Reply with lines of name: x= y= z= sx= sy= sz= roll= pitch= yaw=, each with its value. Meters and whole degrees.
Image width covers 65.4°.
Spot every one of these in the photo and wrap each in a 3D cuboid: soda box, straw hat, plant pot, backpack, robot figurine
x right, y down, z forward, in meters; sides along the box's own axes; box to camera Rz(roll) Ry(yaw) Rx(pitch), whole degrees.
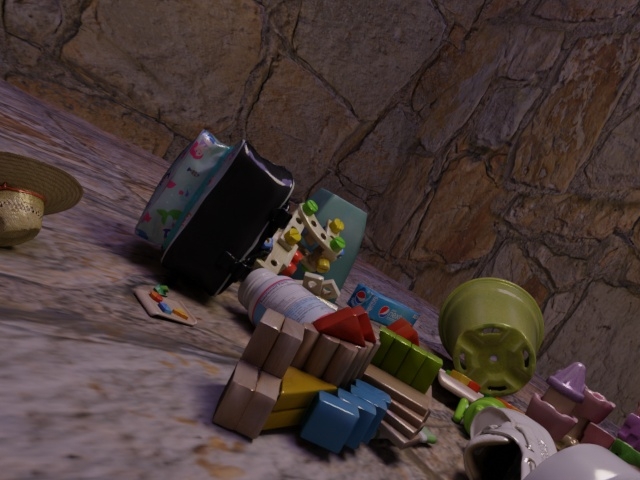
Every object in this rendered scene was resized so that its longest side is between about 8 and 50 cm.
soda box: x=0.175 y=0.188 z=1.365 sx=0.210 sy=0.067 sz=0.071 roll=28 pitch=5 yaw=-39
straw hat: x=-0.318 y=-0.028 z=0.502 sx=0.144 sy=0.145 sz=0.061 roll=24 pitch=50 yaw=-56
plant pot: x=0.000 y=0.000 z=1.241 sx=0.166 sy=0.234 sz=0.166 roll=29 pitch=4 yaw=-23
plant pot: x=0.426 y=0.253 z=1.246 sx=0.276 sy=0.276 sz=0.254 roll=31 pitch=16 yaw=10
backpack: x=-0.158 y=-0.046 z=0.780 sx=0.191 sy=0.225 sz=0.253 roll=35 pitch=0 yaw=-6
robot figurine: x=0.269 y=0.288 z=0.803 sx=0.101 sy=0.067 sz=0.115 roll=19 pitch=-2 yaw=27

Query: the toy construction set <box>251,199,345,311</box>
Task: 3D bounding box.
toy construction set: x=-0.047 y=0.036 z=0.994 sx=0.215 sy=0.151 sz=0.327 roll=44 pitch=21 yaw=-15

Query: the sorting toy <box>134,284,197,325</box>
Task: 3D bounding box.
sorting toy: x=-0.188 y=0.071 z=0.594 sx=0.062 sy=0.012 sz=0.083 roll=26 pitch=6 yaw=-46

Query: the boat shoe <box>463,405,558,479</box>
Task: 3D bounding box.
boat shoe: x=0.216 y=0.257 z=0.584 sx=0.096 sy=0.098 sz=0.277 roll=31 pitch=5 yaw=0

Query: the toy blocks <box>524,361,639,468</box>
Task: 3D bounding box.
toy blocks: x=0.484 y=0.309 z=0.721 sx=0.309 sy=0.260 sz=0.289 roll=27 pitch=5 yaw=-41

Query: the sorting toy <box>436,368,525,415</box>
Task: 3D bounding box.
sorting toy: x=0.308 y=0.302 z=0.965 sx=0.193 sy=0.038 sz=0.208 roll=31 pitch=-4 yaw=13

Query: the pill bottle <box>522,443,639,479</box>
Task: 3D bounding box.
pill bottle: x=0.246 y=0.264 z=0.285 sx=0.160 sy=0.160 sz=0.283 roll=28 pitch=4 yaw=-28

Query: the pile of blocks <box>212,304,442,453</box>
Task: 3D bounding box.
pile of blocks: x=0.052 y=0.135 z=0.539 sx=0.149 sy=0.112 sz=0.362 roll=33 pitch=12 yaw=33

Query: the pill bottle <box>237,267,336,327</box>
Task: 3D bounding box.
pill bottle: x=-0.044 y=0.104 z=0.692 sx=0.160 sy=0.087 sz=0.087 roll=33 pitch=5 yaw=38

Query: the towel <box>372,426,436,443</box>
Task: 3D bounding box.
towel: x=0.070 y=0.217 z=0.631 sx=0.152 sy=0.023 sz=0.113 roll=29 pitch=6 yaw=-44
